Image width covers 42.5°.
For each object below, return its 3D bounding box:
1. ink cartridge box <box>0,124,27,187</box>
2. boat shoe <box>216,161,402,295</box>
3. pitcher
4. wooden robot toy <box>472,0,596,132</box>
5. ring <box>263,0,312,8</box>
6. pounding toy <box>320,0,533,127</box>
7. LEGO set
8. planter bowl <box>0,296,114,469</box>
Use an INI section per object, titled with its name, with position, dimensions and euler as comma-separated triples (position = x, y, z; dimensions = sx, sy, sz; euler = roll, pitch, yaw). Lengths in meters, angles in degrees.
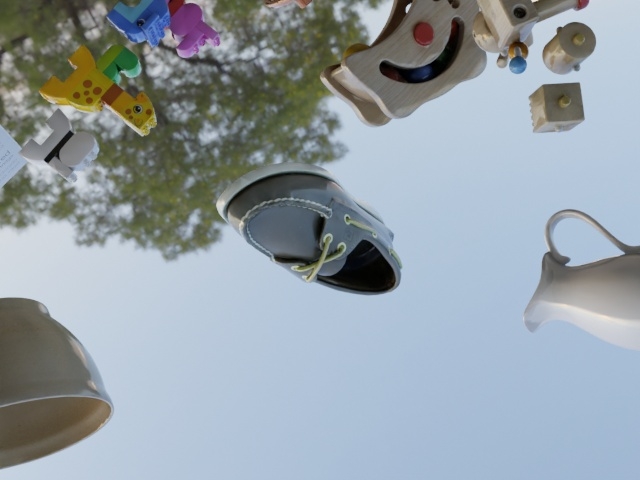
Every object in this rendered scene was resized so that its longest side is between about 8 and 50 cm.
[ink cartridge box]
position = -0.433, -0.092, 0.784
dimensions = 0.207, 0.117, 0.283
euler = -48, 170, -11
[boat shoe]
position = 0.004, -0.003, 0.905
dimensions = 0.109, 0.305, 0.091
euler = -37, -116, 18
[pitcher]
position = 0.388, 0.051, 1.086
dimensions = 0.207, 0.178, 0.125
euler = 6, 177, 32
[wooden robot toy]
position = 0.145, -0.155, 0.594
dimensions = 0.076, 0.173, 0.079
euler = -21, 172, -9
[ring]
position = 0.065, -0.398, 1.039
dimensions = 0.336, 0.032, 0.337
euler = -35, -157, 17
[pounding toy]
position = 0.141, -0.259, 1.014
dimensions = 0.269, 0.154, 0.155
euler = -32, -170, -21
[LEGO set]
position = -0.171, -0.142, 0.751
dimensions = 0.227, 0.093, 0.087
euler = -51, 176, -9
[planter bowl]
position = -0.267, 0.115, 0.692
dimensions = 0.162, 0.162, 0.109
euler = -23, -113, 3
